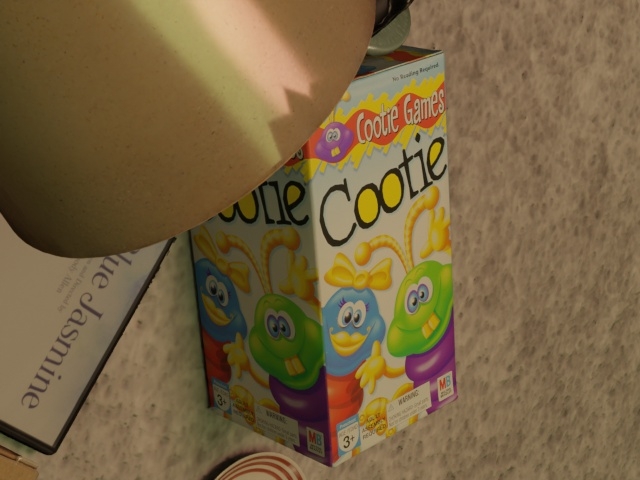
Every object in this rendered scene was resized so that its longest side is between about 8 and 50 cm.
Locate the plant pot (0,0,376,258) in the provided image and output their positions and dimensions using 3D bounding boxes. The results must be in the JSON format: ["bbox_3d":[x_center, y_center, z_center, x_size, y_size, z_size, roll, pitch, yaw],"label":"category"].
[{"bbox_3d":[-0.144,-0.175,0.746,0.256,0.256,0.274,-53,131,-20],"label":"plant pot"}]

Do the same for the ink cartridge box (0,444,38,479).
[{"bbox_3d":[-0.309,0.169,0.820,0.235,0.088,0.193,38,73,-45],"label":"ink cartridge box"}]

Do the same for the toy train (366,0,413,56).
[{"bbox_3d":[0.059,-0.274,0.987,0.190,0.142,0.334,45,53,-9],"label":"toy train"}]

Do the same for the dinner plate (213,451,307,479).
[{"bbox_3d":[-0.063,0.237,1.149,0.141,0.017,0.141,-16,113,-43],"label":"dinner plate"}]

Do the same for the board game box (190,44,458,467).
[{"bbox_3d":[0.000,0.000,1.045,0.142,0.144,0.275,-23,117,-39],"label":"board game box"}]

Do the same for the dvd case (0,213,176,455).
[{"bbox_3d":[-0.218,0.016,0.914,0.253,0.022,0.180,39,74,-45],"label":"dvd case"}]
